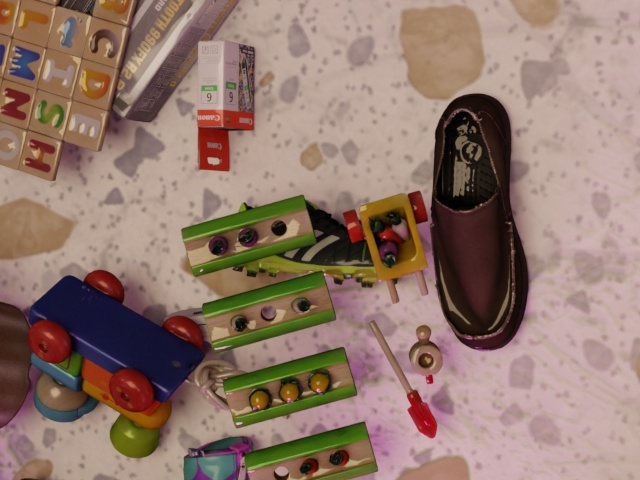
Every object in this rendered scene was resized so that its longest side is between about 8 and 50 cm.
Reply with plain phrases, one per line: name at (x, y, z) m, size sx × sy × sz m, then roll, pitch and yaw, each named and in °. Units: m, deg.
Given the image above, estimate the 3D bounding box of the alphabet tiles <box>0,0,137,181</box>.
alphabet tiles at (-0.269, -0.184, 1.331) m, size 0.198 × 0.009 × 0.237 m, roll 18°, pitch 99°, yaw 21°

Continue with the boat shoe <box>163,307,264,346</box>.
boat shoe at (-0.095, 0.080, 1.314) m, size 0.100 × 0.035 × 0.035 m, roll -9°, pitch 107°, yaw 20°

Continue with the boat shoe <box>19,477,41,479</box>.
boat shoe at (-0.207, 0.268, 1.338) m, size 0.206 × 0.075 × 0.065 m, roll 7°, pitch 96°, yaw 26°

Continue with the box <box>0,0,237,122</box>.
box at (-0.167, -0.255, 1.322) m, size 0.183 × 0.056 × 0.231 m, roll 41°, pitch 106°, yaw 16°

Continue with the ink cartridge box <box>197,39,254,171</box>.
ink cartridge box at (-0.085, -0.120, 1.289) m, size 0.029 × 0.063 × 0.115 m, roll 1°, pitch 91°, yaw 23°

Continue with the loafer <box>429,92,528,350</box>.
loafer at (0.122, -0.015, 1.201) m, size 0.080 × 0.078 × 0.220 m, roll -7°, pitch 88°, yaw 21°

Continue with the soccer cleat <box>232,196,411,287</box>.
soccer cleat at (0.000, 0.000, 1.263) m, size 0.179 × 0.060 × 0.072 m, roll 5°, pitch 80°, yaw 22°

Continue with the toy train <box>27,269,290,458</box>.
toy train at (-0.153, 0.146, 1.299) m, size 0.248 × 0.105 × 0.143 m, roll 29°, pitch 132°, yaw 12°

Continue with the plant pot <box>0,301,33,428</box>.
plant pot at (-0.367, 0.107, 1.330) m, size 0.167 × 0.165 × 0.167 m, roll -13°, pitch 72°, yaw 43°

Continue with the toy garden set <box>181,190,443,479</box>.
toy garden set at (0.012, 0.082, 1.195) m, size 0.204 × 0.049 × 0.244 m, roll -15°, pitch 95°, yaw 1°

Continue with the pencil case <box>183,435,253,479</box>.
pencil case at (-0.083, 0.257, 1.293) m, size 0.070 × 0.064 × 0.151 m, roll -11°, pitch 87°, yaw 47°
